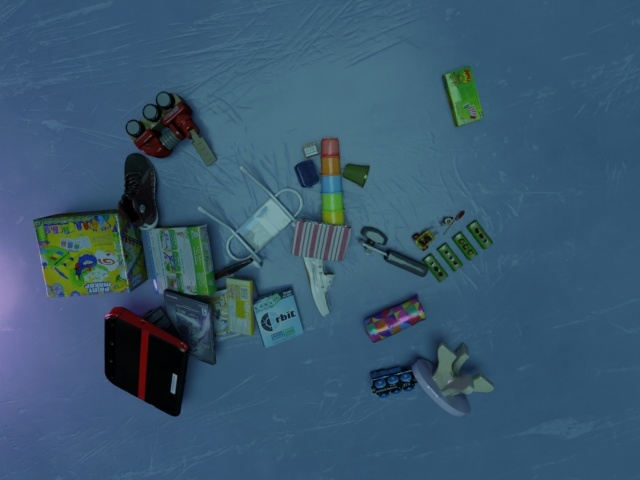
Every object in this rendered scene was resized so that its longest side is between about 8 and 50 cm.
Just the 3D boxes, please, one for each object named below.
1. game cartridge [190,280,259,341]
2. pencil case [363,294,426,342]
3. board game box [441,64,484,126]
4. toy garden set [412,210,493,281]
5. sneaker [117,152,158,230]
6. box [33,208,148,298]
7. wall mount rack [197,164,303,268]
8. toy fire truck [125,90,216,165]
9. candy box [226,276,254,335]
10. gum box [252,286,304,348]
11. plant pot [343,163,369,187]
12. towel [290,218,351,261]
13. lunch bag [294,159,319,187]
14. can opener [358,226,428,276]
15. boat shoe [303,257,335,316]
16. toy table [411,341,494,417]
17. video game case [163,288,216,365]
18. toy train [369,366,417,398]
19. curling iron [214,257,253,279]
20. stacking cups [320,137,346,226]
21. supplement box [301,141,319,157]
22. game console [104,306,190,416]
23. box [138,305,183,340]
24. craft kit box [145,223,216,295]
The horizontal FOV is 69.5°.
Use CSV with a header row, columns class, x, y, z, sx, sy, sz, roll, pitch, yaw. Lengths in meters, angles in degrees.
class,x,y,z,sx,sy,sz,roll,pitch,yaw
game cartridge,-0.367,0.277,1.738,0.296,0.062,0.198,-14,96,3
pencil case,0.277,0.293,1.714,0.236,0.104,0.105,-25,99,3
board game box,0.491,-0.496,1.591,0.092,0.043,0.182,-18,100,3
toy garden set,0.476,0.007,1.681,0.244,0.049,0.204,-38,98,7
sneaker,-0.635,-0.178,1.581,0.106,0.162,0.282,-14,86,4
box,-0.803,0.040,1.635,0.289,0.177,0.280,-4,100,1
wall mount rack,-0.240,-0.083,1.631,0.350,0.130,0.304,-42,97,7
toy fire truck,-0.498,-0.347,1.591,0.217,0.158,0.246,-39,87,7
candy box,-0.291,0.238,1.671,0.105,0.027,0.206,6,102,28
gum box,-0.161,0.285,1.718,0.156,0.041,0.185,-18,101,-17
plant pot,0.124,-0.237,1.631,0.079,0.083,0.084,19,100,9
towel,0.000,0.000,1.610,0.196,0.029,0.144,8,120,-7
lunch bag,-0.047,-0.232,1.635,0.067,0.065,0.099,-21,99,-11
can opener,0.266,0.046,1.678,0.280,0.074,0.093,28,99,-5
boat shoe,0.008,0.143,1.686,0.096,0.098,0.277,-14,99,4
toy table,0.489,0.503,1.692,0.274,0.252,0.161,34,116,-16
video game case,-0.475,0.318,1.687,0.195,0.026,0.275,13,118,20
toy train,0.276,0.532,1.751,0.184,0.105,0.080,-16,109,4
curling iron,-0.344,0.114,1.656,0.273,0.068,0.035,-20,81,30
stacking cups,0.042,-0.198,1.623,0.095,0.096,0.317,-2,101,1
supplement box,-0.034,-0.314,1.609,0.054,0.083,0.043,-17,100,4
game console,-0.635,0.442,1.674,0.341,0.060,0.387,23,123,9
box,-0.621,0.346,1.703,0.155,0.093,0.158,-24,100,34
craft kit box,-0.502,0.069,1.655,0.246,0.061,0.250,0,102,27
